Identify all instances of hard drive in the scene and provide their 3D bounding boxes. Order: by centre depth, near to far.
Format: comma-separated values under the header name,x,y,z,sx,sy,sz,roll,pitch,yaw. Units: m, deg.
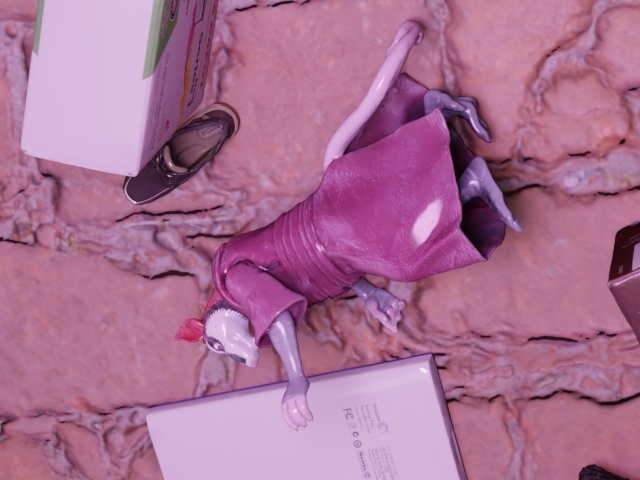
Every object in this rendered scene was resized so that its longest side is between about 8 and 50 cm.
name,x,y,z,sx,sy,sz,roll,pitch,yaw
hard drive,-0.008,0.250,1.940,0.319,0.040,0.210,-12,104,15

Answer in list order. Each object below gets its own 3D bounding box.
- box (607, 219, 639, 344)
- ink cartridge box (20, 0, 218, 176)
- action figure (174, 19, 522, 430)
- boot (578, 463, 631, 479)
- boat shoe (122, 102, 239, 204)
name,x,y,z,sx,sy,sz,roll,pitch,yaw
box,0.396,0.064,1.726,0.168,0.167,0.203,-27,100,18
ink cartridge box,-0.179,-0.201,1.707,0.117,0.278,0.201,12,110,5
action figure,0.000,0.000,1.749,0.370,0.248,0.275,-28,99,16
boot,0.373,0.268,1.726,0.260,0.348,0.131,6,71,8
boat shoe,-0.151,-0.087,1.858,0.152,0.049,0.056,-40,96,21
